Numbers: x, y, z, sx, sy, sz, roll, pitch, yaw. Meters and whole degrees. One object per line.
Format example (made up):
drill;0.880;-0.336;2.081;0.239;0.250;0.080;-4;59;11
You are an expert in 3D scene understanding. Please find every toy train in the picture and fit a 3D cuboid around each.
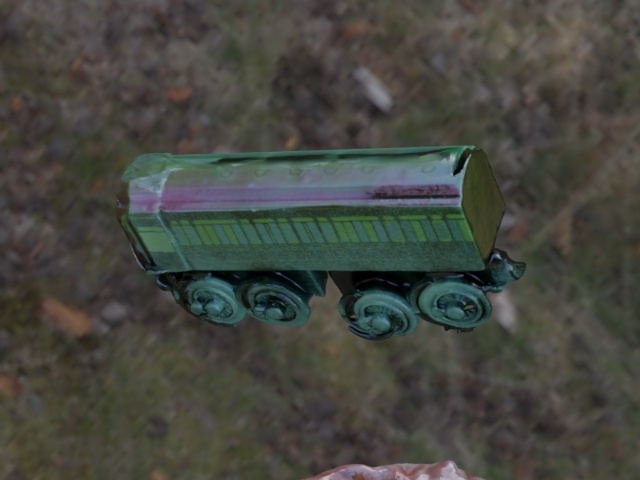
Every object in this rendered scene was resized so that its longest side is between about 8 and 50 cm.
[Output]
toy train;0.000;0.000;0.699;0.038;0.148;0.071;-60;141;-45

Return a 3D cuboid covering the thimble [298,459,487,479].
thimble;0.039;0.264;1.262;0.239;0.162;0.239;-4;39;4
